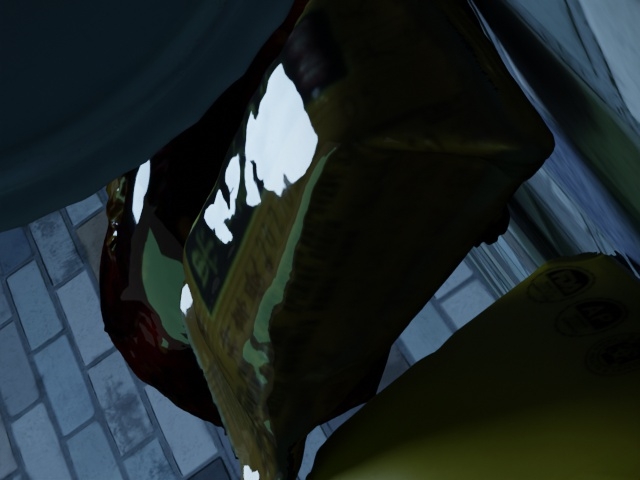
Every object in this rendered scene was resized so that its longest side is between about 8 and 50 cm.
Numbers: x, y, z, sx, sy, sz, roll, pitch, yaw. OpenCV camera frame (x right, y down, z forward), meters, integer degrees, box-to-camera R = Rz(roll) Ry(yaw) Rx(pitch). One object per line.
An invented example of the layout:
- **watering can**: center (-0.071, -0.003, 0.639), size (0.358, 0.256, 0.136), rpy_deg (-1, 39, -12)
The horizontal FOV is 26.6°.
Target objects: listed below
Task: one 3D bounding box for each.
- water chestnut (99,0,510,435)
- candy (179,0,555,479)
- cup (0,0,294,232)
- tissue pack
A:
- **water chestnut**: center (-0.010, -0.016, 1.016), size (0.350, 0.302, 0.350), rpy_deg (-177, 90, -79)
- **candy**: center (0.000, 0.000, 0.598), size (0.101, 0.271, 0.143), rpy_deg (1, -132, -30)
- **cup**: center (-0.136, -0.198, 0.376), size (0.257, 0.331, 0.311), rpy_deg (12, -154, -31)
- **tissue pack**: center (0.113, 0.137, 0.533), size (0.134, 0.192, 0.271), rpy_deg (52, -177, -23)
